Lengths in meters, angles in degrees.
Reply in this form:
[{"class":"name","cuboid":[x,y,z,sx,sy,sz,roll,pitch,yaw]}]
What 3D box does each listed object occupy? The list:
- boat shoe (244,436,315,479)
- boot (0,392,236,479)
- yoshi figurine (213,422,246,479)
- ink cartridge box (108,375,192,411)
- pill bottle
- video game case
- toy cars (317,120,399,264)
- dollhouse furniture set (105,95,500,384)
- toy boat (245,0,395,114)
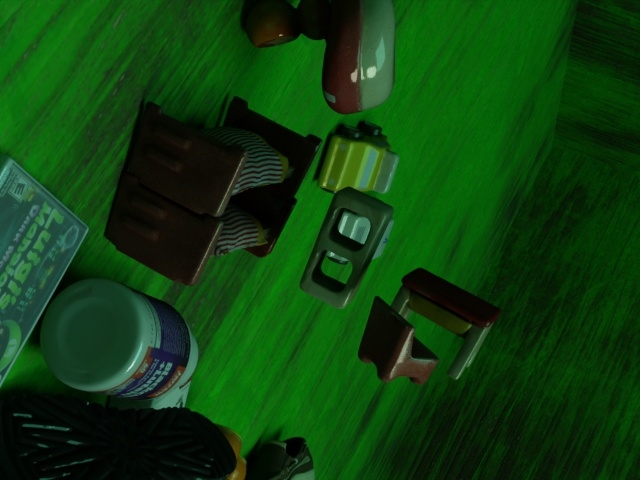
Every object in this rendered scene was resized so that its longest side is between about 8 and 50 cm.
[{"class":"boat shoe","cuboid":[-0.088,0.383,1.888,0.257,0.095,0.095,-2,90,-71]},{"class":"boot","cuboid":[-0.266,0.291,1.124,0.260,0.131,0.348,-48,145,19]},{"class":"yoshi figurine","cuboid":[-0.223,0.410,1.424,0.203,0.203,0.362,-26,-143,47]},{"class":"ink cartridge box","cuboid":[-0.203,0.200,1.311,0.099,0.056,0.135,-35,144,-62]},{"class":"pill bottle","cuboid":[-0.192,0.105,1.130,0.108,0.108,0.193,-65,163,-5]},{"class":"video game case","cuboid":[-0.276,0.040,0.938,0.190,0.022,0.173,-63,163,-12]},{"class":"toy cars","cuboid":[0.076,-0.062,1.772,0.176,0.087,0.393,-59,162,-24]},{"class":"dollhouse furniture set","cuboid":[0.000,0.000,1.133,0.152,0.374,0.201,-67,166,17]},{"class":"toy boat","cuboid":[-0.006,-0.239,1.208,0.151,0.151,0.231,82,-8,-59]}]
